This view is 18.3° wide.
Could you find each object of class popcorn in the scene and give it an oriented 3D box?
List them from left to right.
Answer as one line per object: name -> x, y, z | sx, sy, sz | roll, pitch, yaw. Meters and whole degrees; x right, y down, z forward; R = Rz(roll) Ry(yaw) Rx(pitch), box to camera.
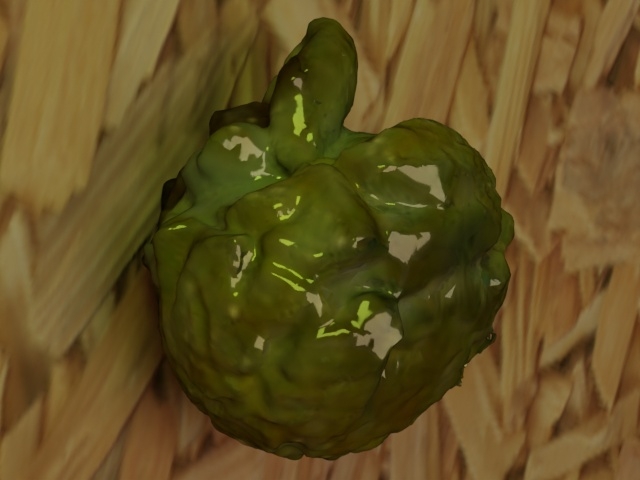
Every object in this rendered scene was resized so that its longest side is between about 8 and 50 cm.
popcorn -> 0.000, 0.000, 0.989 | 0.198, 0.198, 0.213 | -16, 84, -43
